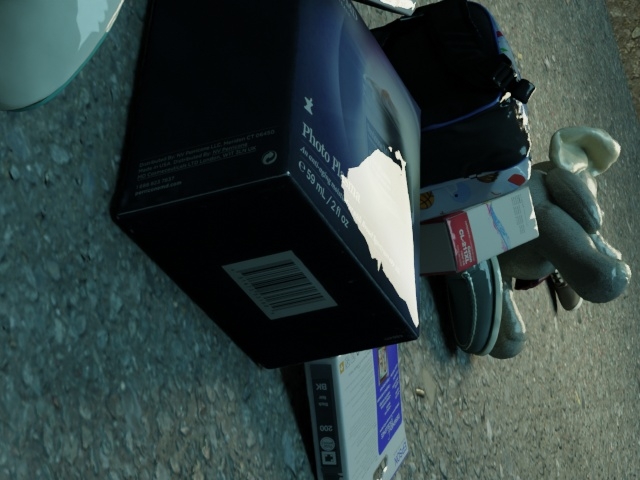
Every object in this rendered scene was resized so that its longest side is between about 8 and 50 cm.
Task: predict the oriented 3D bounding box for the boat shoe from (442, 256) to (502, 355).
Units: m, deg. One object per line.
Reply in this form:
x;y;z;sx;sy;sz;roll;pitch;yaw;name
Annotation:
0.177;0.005;1.987;0.099;0.116;0.319;-7;92;-24;boat shoe

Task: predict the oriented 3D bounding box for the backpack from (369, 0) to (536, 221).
0.136;-0.165;1.747;0.263;0.276;0.213;-89;159;-44;backpack

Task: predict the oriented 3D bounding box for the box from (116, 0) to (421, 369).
-0.033;-0.082;1.393;0.296;0.183;0.294;51;33;-48;box

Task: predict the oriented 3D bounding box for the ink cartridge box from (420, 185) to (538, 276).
0.174;-0.011;1.827;0.175;0.127;0.072;-20;99;-43;ink cartridge box

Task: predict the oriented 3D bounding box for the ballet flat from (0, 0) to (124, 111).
-0.183;-0.287;1.098;0.139;0.139;0.400;53;54;-45;ballet flat

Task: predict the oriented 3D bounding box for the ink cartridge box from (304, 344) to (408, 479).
0.043;0.185;1.585;0.206;0.045;0.208;-42;129;-63;ink cartridge box

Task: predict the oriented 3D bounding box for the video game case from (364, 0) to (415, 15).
-0.020;-0.283;1.523;0.183;0.201;0.023;-2;110;-67;video game case

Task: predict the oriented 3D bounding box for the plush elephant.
0.334;-0.023;2.102;0.255;0.272;0.330;-14;66;-43;plush elephant

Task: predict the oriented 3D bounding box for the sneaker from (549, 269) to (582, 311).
0.420;0.052;2.564;0.065;0.061;0.158;-11;87;-40;sneaker
